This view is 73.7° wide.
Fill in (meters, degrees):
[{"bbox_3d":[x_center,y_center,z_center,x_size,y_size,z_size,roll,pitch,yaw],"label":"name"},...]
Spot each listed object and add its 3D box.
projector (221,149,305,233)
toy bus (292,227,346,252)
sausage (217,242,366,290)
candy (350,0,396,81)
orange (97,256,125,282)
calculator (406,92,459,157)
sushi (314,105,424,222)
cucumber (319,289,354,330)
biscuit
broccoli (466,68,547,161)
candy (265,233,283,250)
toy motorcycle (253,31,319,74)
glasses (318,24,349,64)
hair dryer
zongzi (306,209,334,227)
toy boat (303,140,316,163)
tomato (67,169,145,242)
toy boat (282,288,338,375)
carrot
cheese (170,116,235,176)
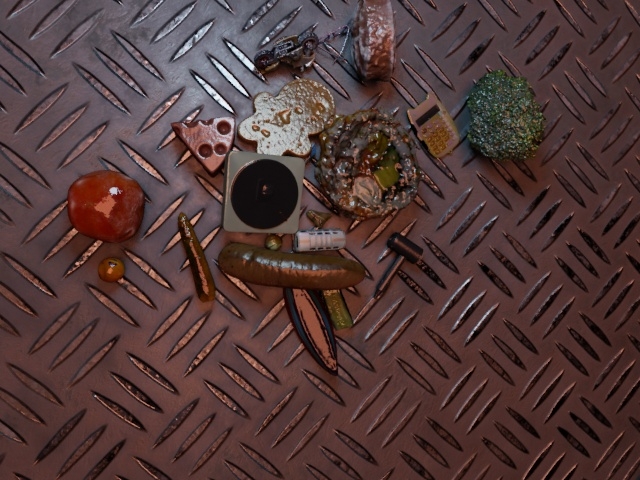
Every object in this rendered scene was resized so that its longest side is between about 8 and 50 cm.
[{"bbox_3d":[-0.191,-0.156,1.410,0.257,0.079,0.259,2,101,-24],"label":"projector"},{"bbox_3d":[0.000,0.000,1.504,0.194,0.089,0.087,-2,92,-13],"label":"toy bus"},{"bbox_3d":[-0.095,0.099,1.432,0.501,0.136,0.123,7,128,-1],"label":"sausage"},{"bbox_3d":[0.178,-0.689,1.458,0.157,0.214,0.289,-5,92,-6],"label":"candy"},{"bbox_3d":[-0.671,0.094,1.370,0.084,0.083,0.083,0,92,-12],"label":"orange"},{"bbox_3d":[0.428,-0.425,1.613,0.157,0.033,0.236,-39,101,-9],"label":"calculator"},{"bbox_3d":[0.177,-0.258,1.478,0.418,0.176,0.417,-2,95,-21],"label":"sushi"},{"bbox_3d":[0.051,0.220,1.542,0.078,0.062,0.211,-21,102,2],"label":"cucumber"},{"bbox_3d":[-0.109,-0.416,1.480,0.355,0.052,0.275,-43,90,-12],"label":"biscuit"},{"bbox_3d":[0.660,-0.438,1.578,0.249,0.302,0.375,-27,69,11],"label":"broccoli"},{"bbox_3d":[-0.193,-0.057,1.488,0.061,0.061,0.202,-25,88,-10],"label":"candy"},{"bbox_3d":[-0.109,-0.623,1.457,0.229,0.130,0.094,-20,73,2],"label":"toy motorcycle"},{"bbox_3d":[0.058,-0.683,1.510,0.140,0.062,0.103,-28,98,-9],"label":"glasses"},{"bbox_3d":[0.259,0.101,1.580,0.128,0.070,0.255,36,89,-10],"label":"hair dryer"},{"bbox_3d":[-0.001,-0.097,1.530,0.076,0.040,0.083,46,71,-3],"label":"zongzi"},{"bbox_3d":[-0.075,-0.339,1.515,0.105,0.034,0.149,-26,83,-9],"label":"toy boat"},{"bbox_3d":[-0.660,-0.108,1.310,0.232,0.188,0.231,0,89,-12],"label":"tomato"},{"bbox_3d":[-0.019,0.317,1.522,0.136,0.079,0.392,-24,94,-9],"label":"toy boat"},{"bbox_3d":[-0.419,0.055,1.435,0.066,0.066,0.314,-18,92,-11],"label":"carrot"},{"bbox_3d":[-0.353,-0.340,1.407,0.177,0.128,0.203,-40,95,-10],"label":"cheese"}]
